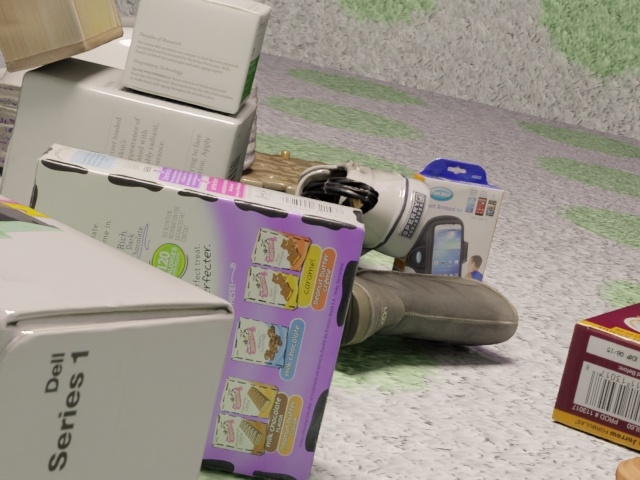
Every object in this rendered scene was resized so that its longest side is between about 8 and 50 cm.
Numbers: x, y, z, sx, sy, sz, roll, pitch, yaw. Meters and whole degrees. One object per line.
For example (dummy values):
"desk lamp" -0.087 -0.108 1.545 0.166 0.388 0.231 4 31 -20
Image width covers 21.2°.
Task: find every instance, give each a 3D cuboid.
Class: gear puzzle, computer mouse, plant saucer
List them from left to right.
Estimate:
"gear puzzle" -0.039 -0.063 1.901 0.175 0.044 0.339 9 9 -10
"computer mouse" 0.000 0.000 1.420 0.071 0.041 0.242 23 -19 -3
"plant saucer" 0.245 0.167 1.181 0.083 0.013 0.083 13 11 -3

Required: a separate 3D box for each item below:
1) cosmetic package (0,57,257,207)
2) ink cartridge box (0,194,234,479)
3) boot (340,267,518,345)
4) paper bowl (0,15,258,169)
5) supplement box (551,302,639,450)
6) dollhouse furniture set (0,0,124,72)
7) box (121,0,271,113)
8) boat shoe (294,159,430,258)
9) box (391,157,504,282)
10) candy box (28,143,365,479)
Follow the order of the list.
"cosmetic package" -0.164 -0.059 1.459 0.183 0.151 0.151 15 12 1
"ink cartridge box" -0.183 0.076 0.678 0.278 0.201 0.117 23 15 38
"boot" 0.033 0.042 1.395 0.189 0.076 0.208 25 19 35
"paper bowl" -0.205 -0.152 1.760 0.284 0.148 0.284 4 11 -1
"supplement box" 0.268 0.104 1.334 0.104 0.081 0.188 19 13 26
"dollhouse furniture set" -0.400 -0.236 1.428 0.394 0.256 0.362 -14 10 8
"box" -0.102 -0.163 1.424 0.102 0.087 0.101 14 12 1
"boat shoe" 0.015 -0.029 1.550 0.088 0.096 0.267 20 -1 -15
"box" 0.113 -0.003 1.531 0.081 0.136 0.028 8 13 -23
"candy box" -0.086 0.044 1.029 0.196 0.165 0.070 13 11 -4
